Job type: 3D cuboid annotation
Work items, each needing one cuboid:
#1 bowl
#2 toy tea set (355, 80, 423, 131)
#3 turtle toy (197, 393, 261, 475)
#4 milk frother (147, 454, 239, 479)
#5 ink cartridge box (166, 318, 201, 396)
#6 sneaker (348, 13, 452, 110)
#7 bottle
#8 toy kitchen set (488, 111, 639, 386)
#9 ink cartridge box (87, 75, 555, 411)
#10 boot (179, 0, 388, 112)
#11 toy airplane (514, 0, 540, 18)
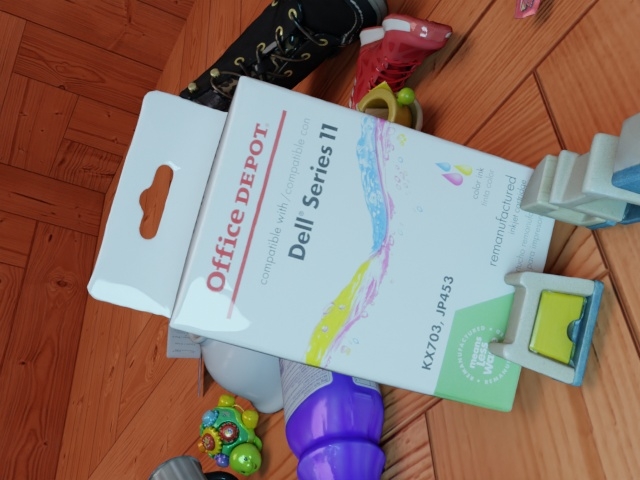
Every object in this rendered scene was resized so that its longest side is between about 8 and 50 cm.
[{"bbox_3d":[-0.108,0.094,1.098,0.298,0.134,0.298,-46,35,46],"label":"bowl"},{"bbox_3d":[-0.020,-0.058,0.913,0.336,0.124,0.200,-29,59,38],"label":"toy tea set"},{"bbox_3d":[-0.129,0.287,1.072,0.130,0.066,0.095,25,112,36],"label":"turtle toy"},{"bbox_3d":[-0.171,0.396,1.024,0.135,0.129,0.143,43,107,47],"label":"milk frother"},{"bbox_3d":[-0.240,0.092,1.369,0.261,0.066,0.296,103,166,-44],"label":"ink cartridge box"},{"bbox_3d":[0.096,-0.206,0.942,0.221,0.087,0.128,-139,59,-78],"label":"sneaker"},{"bbox_3d":[0.013,0.184,0.819,0.118,0.092,0.283,-53,30,33],"label":"bottle"},{"bbox_3d":[0.216,0.024,0.501,0.207,0.122,0.166,139,146,-84],"label":"toy kitchen set"},{"bbox_3d":[0.000,0.000,0.628,0.119,0.353,0.207,163,121,-78],"label":"ink cartridge box"},{"bbox_3d":[-0.068,-0.276,1.124,0.284,0.138,0.377,-46,19,-6],"label":"boot"},{"bbox_3d":[0.236,-0.292,0.732,0.151,0.028,0.151,-44,38,49],"label":"toy airplane"}]
